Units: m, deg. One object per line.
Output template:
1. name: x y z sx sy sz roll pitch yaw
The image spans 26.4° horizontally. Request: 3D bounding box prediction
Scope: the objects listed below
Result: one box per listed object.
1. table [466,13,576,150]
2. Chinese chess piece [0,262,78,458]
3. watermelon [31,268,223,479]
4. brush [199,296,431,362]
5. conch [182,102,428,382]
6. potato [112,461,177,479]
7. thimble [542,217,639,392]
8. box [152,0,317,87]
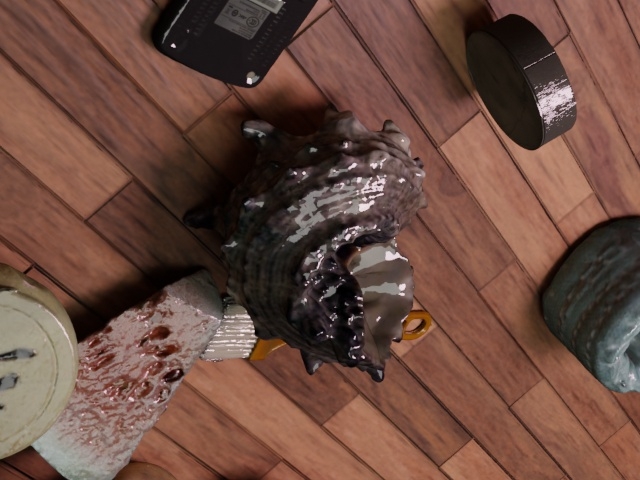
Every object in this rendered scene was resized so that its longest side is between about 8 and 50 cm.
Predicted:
1. table: 0.200 -0.158 1.366 0.043 0.133 0.133 -30 138 -12
2. Chinese chess piece: -0.314 0.111 1.235 0.188 0.083 0.189 -9 112 -22
3. watermelon: -0.198 0.119 1.374 0.241 0.094 0.154 -41 129 0
4. brush: 0.008 0.097 1.542 0.314 0.017 0.090 2 127 -37
5. conch: 0.013 -0.002 1.360 0.240 0.186 0.313 -30 119 -20
6. potato: -0.202 0.305 1.505 0.112 0.112 0.147 -43 136 5
7. thimble: 0.409 0.078 1.716 0.235 0.143 0.198 -24 137 -19
8. box: -0.074 -0.200 1.213 0.126 0.027 0.125 18 114 -43
